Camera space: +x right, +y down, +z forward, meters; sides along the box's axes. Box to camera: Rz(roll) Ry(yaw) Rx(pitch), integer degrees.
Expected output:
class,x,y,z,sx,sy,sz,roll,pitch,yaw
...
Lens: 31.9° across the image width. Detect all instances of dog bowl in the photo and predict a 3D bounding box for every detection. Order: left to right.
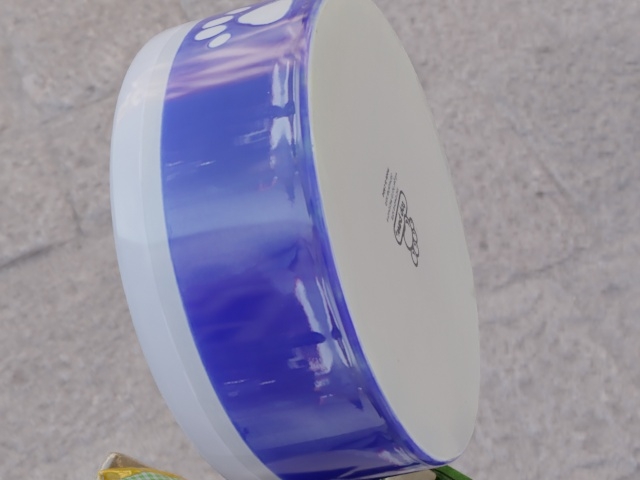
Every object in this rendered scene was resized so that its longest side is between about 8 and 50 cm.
class,x,y,z,sx,sy,sz,roll,pitch,yaw
dog bowl,0.000,0.000,0.611,0.104,0.265,0.265,-13,45,21

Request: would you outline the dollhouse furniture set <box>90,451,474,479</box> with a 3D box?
class,x,y,z,sx,sy,sz,roll,pitch,yaw
dollhouse furniture set,0.013,0.201,0.763,0.151,0.301,0.197,-59,33,-5
